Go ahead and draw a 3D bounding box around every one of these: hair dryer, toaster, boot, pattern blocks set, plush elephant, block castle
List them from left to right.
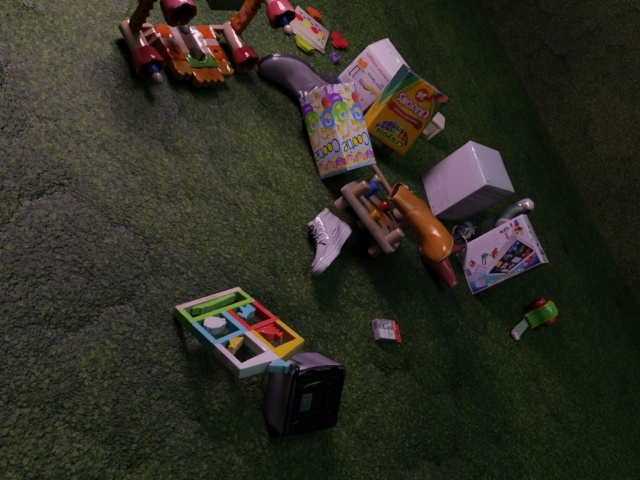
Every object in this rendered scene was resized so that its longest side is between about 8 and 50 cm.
[{"bbox_3d":[-0.315,-0.603,1.553,0.453,0.303,0.213,-23,81,-46],"label":"block castle"},{"bbox_3d":[-0.058,-0.498,1.865,0.337,0.118,0.223,11,65,-30],"label":"boot"},{"bbox_3d":[-0.036,0.357,1.284,0.168,0.110,0.186,3,99,-41],"label":"toaster"},{"bbox_3d":[-0.042,-0.841,2.156,0.324,0.026,0.286,39,44,-16],"label":"pattern blocks set"},{"bbox_3d":[0.000,0.000,1.616,0.123,0.095,0.258,41,35,-6],"label":"boot"},{"bbox_3d":[0.298,-0.061,1.679,0.211,0.104,0.295,41,20,-17],"label":"boot"},{"bbox_3d":[0.464,0.039,1.976,0.223,0.080,0.294,15,56,-14],"label":"hair dryer"},{"bbox_3d":[0.745,0.010,2.136,0.329,0.272,0.255,-4,38,-19],"label":"plush elephant"}]

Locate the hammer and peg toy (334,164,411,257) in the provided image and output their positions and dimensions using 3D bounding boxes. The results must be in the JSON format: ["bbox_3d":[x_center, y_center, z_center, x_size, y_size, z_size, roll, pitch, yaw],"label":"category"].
[{"bbox_3d":[0.188,-0.102,1.798,0.266,0.127,0.361,54,22,-1],"label":"hammer and peg toy"}]

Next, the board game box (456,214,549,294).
[{"bbox_3d":[0.666,0.058,2.007,0.053,0.305,0.193,1,64,-44],"label":"board game box"}]

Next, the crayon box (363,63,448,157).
[{"bbox_3d":[0.290,-0.457,1.992,0.202,0.319,0.081,24,27,-28],"label":"crayon box"}]

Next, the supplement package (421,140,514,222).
[{"bbox_3d":[0.581,-0.225,2.144,0.198,0.262,0.200,8,60,-38],"label":"supplement package"}]

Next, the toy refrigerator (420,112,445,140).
[{"bbox_3d":[0.405,-0.556,2.320,0.269,0.102,0.094,35,45,-21],"label":"toy refrigerator"}]

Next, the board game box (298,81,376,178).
[{"bbox_3d":[0.056,-0.361,1.781,0.144,0.142,0.276,-20,97,-40],"label":"board game box"}]

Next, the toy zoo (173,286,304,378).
[{"bbox_3d":[-0.173,0.213,1.231,0.293,0.030,0.192,32,31,33],"label":"toy zoo"}]

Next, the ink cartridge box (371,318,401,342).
[{"bbox_3d":[0.213,0.279,1.660,0.115,0.029,0.063,13,56,-36],"label":"ink cartridge box"}]

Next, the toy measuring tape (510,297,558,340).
[{"bbox_3d":[0.879,0.312,2.178,0.330,0.121,0.122,-22,80,-47],"label":"toy measuring tape"}]

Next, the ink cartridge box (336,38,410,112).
[{"bbox_3d":[0.198,-0.627,2.081,0.171,0.232,0.168,51,42,-3],"label":"ink cartridge box"}]
